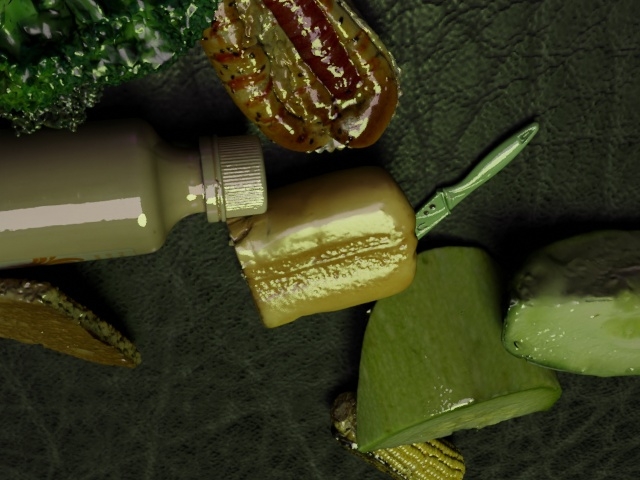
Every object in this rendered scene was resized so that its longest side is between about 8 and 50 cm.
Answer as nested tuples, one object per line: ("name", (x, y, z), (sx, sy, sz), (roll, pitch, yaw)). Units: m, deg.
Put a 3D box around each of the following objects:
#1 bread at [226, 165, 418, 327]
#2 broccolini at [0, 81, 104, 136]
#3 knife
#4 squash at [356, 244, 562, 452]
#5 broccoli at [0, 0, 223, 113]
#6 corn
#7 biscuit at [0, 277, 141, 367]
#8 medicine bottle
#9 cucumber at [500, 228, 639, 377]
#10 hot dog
("bread", (0.000, -0.001, 0.811), (0.173, 0.085, 0.134), (-14, 127, 2))
("broccolini", (-0.264, -0.119, 0.691), (0.203, 0.091, 0.068), (1, 162, 11))
("knife", (0.124, -0.043, 0.846), (0.030, 0.014, 0.207), (31, 118, -32))
("squash", (0.147, 0.111, 0.944), (0.237, 0.155, 0.204), (-12, 157, -18))
("broccoli", (-0.160, -0.209, 0.479), (0.298, 0.297, 0.297), (5, 111, 14))
("corn", (0.090, 0.235, 1.032), (0.072, 0.072, 0.203), (-40, 124, 20))
("biscuit", (-0.255, 0.073, 0.806), (0.131, 0.026, 0.237), (5, 161, 10))
("medicine bottle", (-0.170, -0.042, 0.726), (0.252, 0.114, 0.114), (-7, 130, -5))
("cucumber", (0.314, 0.059, 0.903), (0.325, 0.105, 0.145), (-2, 132, -15))
("hot dog", (-0.030, -0.165, 0.682), (0.131, 0.069, 0.252), (-26, 127, 12))
